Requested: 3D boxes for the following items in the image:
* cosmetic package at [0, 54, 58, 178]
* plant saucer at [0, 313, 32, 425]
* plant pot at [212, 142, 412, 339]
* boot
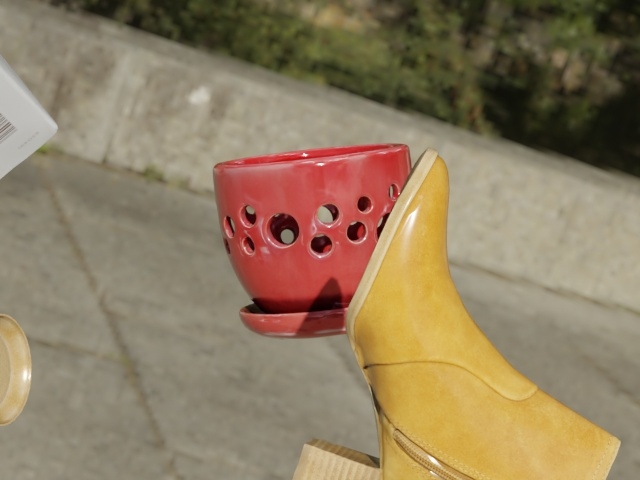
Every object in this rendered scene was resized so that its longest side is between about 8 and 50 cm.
[{"bbox_3d":[-0.475,-0.251,1.732,0.453,0.161,0.230,50,-2,23],"label":"cosmetic package"},{"bbox_3d":[-0.243,0.096,1.318,0.015,0.083,0.083,-2,3,23],"label":"plant saucer"},{"bbox_3d":[0.000,0.000,1.691,0.191,0.174,0.191,-7,4,0],"label":"plant pot"},{"bbox_3d":[0.115,0.101,1.262,0.211,0.295,0.104,18,8,5],"label":"boot"}]
